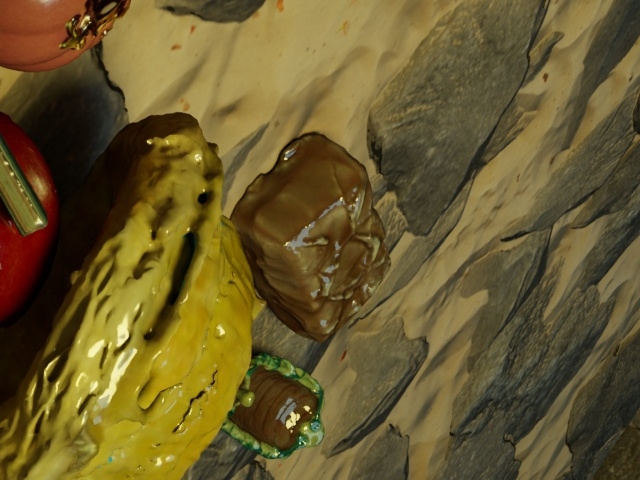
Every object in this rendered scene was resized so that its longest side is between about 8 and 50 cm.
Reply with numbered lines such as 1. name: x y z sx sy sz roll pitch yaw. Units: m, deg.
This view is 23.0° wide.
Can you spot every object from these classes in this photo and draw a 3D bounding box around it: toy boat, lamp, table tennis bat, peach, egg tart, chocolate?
1. toy boat: -0.069 0.171 1.714 0.108 0.099 0.293 -56 159 -4
2. lamp: -0.198 -0.208 1.103 0.182 0.140 0.182 -56 169 -16
3. table tennis bat: -0.250 -0.124 1.015 0.021 0.154 0.274 -27 109 0
4. peach: -0.275 -0.016 1.131 0.197 0.197 0.197 -38 146 -31
5. egg tart: -0.170 0.087 1.229 0.169 0.388 0.388 32 91 -19
6. chocolate: 0.000 0.000 1.649 0.148 0.093 0.214 -48 150 -18
